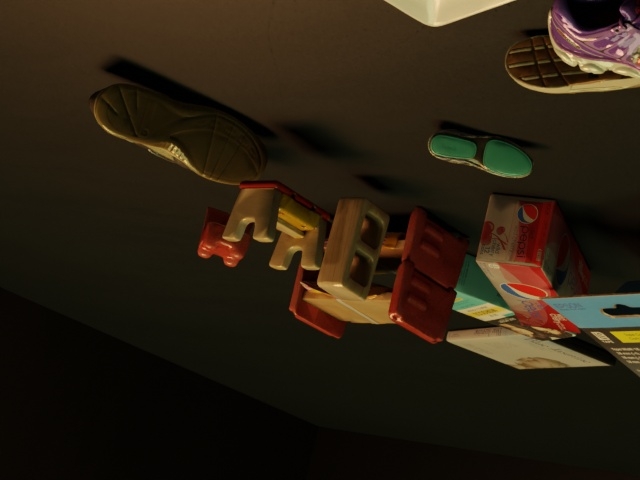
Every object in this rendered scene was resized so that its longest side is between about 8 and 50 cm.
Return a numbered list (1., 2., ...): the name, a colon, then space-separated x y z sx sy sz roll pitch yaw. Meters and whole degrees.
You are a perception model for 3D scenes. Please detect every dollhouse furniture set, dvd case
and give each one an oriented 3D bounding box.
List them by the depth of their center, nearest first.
1. dollhouse furniture set: 0.000 0.000 1.581 0.201 0.152 0.374 0 157 43
2. dvd case: 0.360 0.186 2.129 0.180 0.022 0.253 23 162 -25

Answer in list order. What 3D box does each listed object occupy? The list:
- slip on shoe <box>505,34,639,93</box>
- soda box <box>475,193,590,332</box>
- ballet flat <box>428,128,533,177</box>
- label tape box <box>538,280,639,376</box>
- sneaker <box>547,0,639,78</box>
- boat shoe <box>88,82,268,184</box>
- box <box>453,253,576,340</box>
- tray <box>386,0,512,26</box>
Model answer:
1. slip on shoe: 0.226 -0.149 1.050 0.135 0.052 0.041 -1 171 28
2. soda box: 0.274 0.035 1.551 0.083 0.092 0.263 6 162 25
3. ballet flat: 0.171 -0.096 1.313 0.114 0.041 0.041 15 164 2
4. label tape box: 0.463 0.112 1.449 0.333 0.106 0.240 38 159 -22
5. sneaker: 0.257 -0.159 0.950 0.169 0.068 0.071 10 158 20
6. boat shoe: -0.165 -0.130 1.436 0.223 0.080 0.073 20 -173 -31
7. box: 0.249 0.079 1.787 0.244 0.060 0.100 20 164 -17
8. tray: 0.034 -0.245 0.921 0.270 0.030 0.145 25 161 -31
